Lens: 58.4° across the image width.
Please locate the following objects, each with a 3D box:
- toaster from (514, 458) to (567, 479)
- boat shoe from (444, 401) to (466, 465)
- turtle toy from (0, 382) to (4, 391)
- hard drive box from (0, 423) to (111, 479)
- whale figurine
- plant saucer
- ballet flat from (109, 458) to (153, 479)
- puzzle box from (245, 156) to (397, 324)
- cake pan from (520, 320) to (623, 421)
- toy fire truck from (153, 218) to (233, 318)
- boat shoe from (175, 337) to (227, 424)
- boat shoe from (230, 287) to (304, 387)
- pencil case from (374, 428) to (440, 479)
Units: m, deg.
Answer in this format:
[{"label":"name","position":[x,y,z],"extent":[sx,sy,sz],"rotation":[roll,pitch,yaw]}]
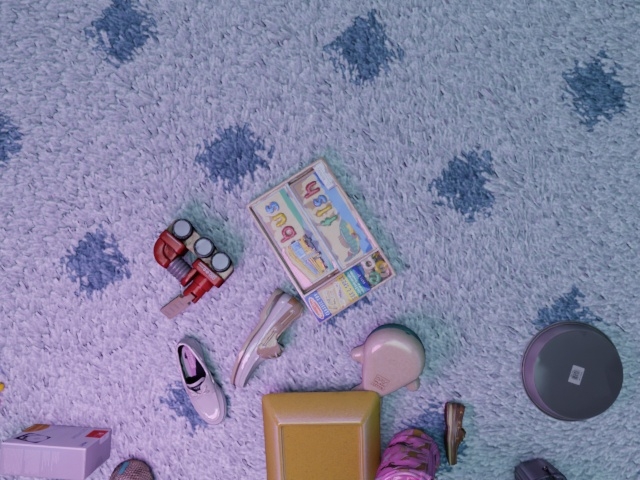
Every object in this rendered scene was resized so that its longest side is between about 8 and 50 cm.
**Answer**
[{"label":"toaster","position":[0.623,0.709,1.586],"extent":[0.129,0.146,0.227],"rotation":[-21,90,0]},{"label":"boat shoe","position":[0.386,0.553,1.634],"extent":[0.060,0.064,0.178],"rotation":[1,87,3]},{"label":"turtle toy","position":[-0.980,0.432,1.663],"extent":[0.095,0.066,0.130],"rotation":[13,90,1]},{"label":"hard drive box","position":[-0.732,0.587,1.600],"extent":[0.231,0.181,0.089],"rotation":[4,88,0]},{"label":"whale figurine","position":[0.184,0.354,1.624],"extent":[0.216,0.141,0.272],"rotation":[27,114,1]},{"label":"plant saucer","position":[0.004,0.591,1.593],"extent":[0.332,0.081,0.333],"rotation":[-2,104,2]},{"label":"ballet flat","position":[-0.526,0.868,1.591],"extent":[0.163,0.182,0.484],"rotation":[-7,89,0]},{"label":"puzzle box","position":[0.000,0.000,1.655],"extent":[0.272,0.052,0.409],"rotation":[-33,89,1]},{"label":"cake pan","position":[0.724,0.378,1.634],"extent":[0.292,0.054,0.294],"rotation":[0,89,2]},{"label":"toy fire truck","position":[-0.395,0.094,1.629],"extent":[0.217,0.158,0.246],"rotation":[41,80,1]},{"label":"boat shoe","position":[-0.346,0.407,1.639],"extent":[0.096,0.088,0.268],"rotation":[-18,89,1]},{"label":"boat shoe","position":[-0.151,0.291,1.624],"extent":[0.103,0.113,0.303],"rotation":[27,89,7]},{"label":"pencil case","position":[0.229,0.610,1.482],"extent":[0.167,0.386,0.160],"rotation":[8,88,12]}]
